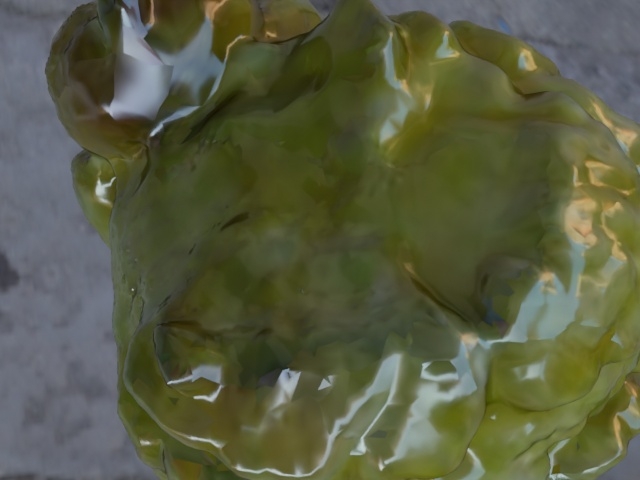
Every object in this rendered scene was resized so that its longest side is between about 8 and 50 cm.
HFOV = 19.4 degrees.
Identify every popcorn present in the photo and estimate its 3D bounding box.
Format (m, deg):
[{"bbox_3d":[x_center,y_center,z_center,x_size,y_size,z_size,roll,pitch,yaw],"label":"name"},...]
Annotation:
[{"bbox_3d":[0.008,-0.005,0.553,0.168,0.195,0.173,-39,150,22],"label":"popcorn"}]
